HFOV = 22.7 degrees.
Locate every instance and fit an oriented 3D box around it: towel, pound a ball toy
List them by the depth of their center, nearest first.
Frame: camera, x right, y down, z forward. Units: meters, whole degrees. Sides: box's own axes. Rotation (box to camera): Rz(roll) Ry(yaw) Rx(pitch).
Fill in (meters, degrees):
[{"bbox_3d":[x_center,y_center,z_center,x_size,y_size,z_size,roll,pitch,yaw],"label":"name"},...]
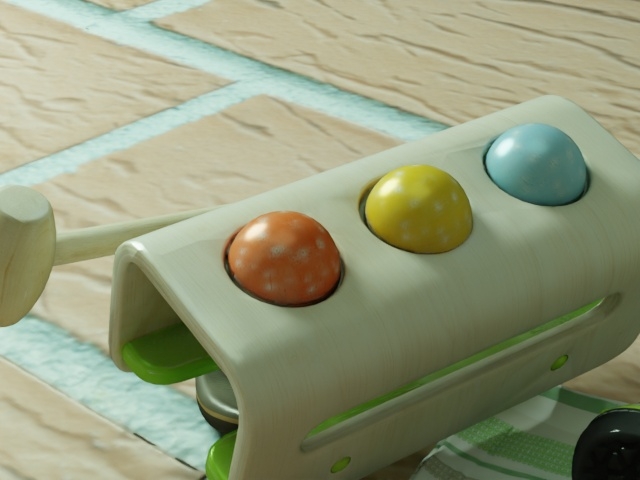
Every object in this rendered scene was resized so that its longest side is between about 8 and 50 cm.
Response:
[{"bbox_3d":[0.109,0.119,0.817,0.113,0.023,0.152,13,31,27],"label":"towel"},{"bbox_3d":[0.000,0.000,0.824,0.319,0.136,0.208,-19,52,-30],"label":"pound a ball toy"}]

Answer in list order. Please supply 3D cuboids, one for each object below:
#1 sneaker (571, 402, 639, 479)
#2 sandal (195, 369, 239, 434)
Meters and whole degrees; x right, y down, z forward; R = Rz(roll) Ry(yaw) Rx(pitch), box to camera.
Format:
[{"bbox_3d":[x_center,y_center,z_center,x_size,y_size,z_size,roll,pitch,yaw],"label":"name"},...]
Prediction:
[{"bbox_3d":[0.231,0.121,0.739,0.234,0.084,0.097,23,23,29],"label":"sneaker"},{"bbox_3d":[-0.030,0.048,0.918,0.090,0.060,0.219,-4,28,-5],"label":"sandal"}]
